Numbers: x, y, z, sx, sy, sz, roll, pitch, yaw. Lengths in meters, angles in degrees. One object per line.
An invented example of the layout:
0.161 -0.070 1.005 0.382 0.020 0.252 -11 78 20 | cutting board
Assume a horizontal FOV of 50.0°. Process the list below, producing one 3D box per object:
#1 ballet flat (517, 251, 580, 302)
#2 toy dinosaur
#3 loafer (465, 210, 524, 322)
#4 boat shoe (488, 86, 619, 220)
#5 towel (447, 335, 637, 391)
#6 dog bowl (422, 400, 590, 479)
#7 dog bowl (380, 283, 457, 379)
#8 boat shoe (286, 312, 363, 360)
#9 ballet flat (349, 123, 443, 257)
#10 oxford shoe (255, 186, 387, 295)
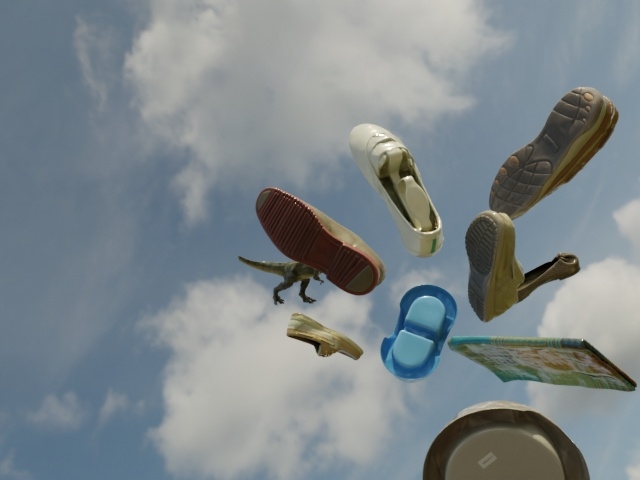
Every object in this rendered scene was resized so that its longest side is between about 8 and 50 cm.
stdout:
0.520 0.096 1.702 0.250 0.084 0.058 -26 -67 11 | ballet flat
-0.065 0.095 1.670 0.268 0.064 0.118 1 -80 8 | toy dinosaur
0.336 0.043 1.308 0.092 0.102 0.268 -20 -43 -13 | loafer
0.468 -0.153 1.370 0.116 0.123 0.324 9 -45 -33 | boat shoe
0.525 0.296 1.658 0.271 0.370 0.040 34 -115 -33 | towel
0.398 0.511 1.498 0.348 0.349 0.102 -58 -4 12 | dog bowl
0.280 0.268 1.942 0.297 0.166 0.074 -63 -21 -25 | dog bowl
0.005 0.169 1.132 0.045 0.135 0.050 -64 4 -23 | boat shoe
0.194 -0.149 1.675 0.139 0.400 0.139 -22 -20 -9 | ballet flat
0.000 0.000 1.569 0.123 0.348 0.130 -55 -16 19 | oxford shoe
